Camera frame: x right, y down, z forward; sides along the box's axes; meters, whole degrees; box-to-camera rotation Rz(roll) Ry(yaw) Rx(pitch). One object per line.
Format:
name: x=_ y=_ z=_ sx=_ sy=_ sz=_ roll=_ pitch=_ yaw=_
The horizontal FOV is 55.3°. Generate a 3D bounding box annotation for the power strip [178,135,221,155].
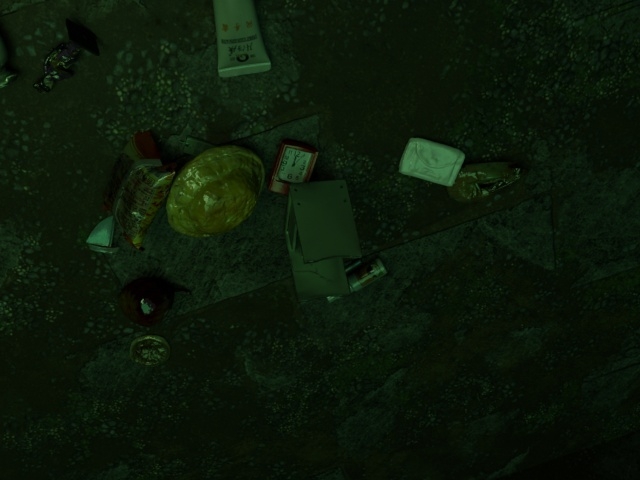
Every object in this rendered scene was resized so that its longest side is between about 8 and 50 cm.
power strip: x=-0.331 y=-0.255 z=1.712 sx=0.136 sy=0.019 sz=0.051 roll=17 pitch=119 yaw=-22

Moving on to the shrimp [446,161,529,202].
shrimp: x=0.527 y=-0.189 z=1.919 sx=0.267 sy=0.061 sz=0.145 roll=-16 pitch=124 yaw=-2

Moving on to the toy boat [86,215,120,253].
toy boat: x=-0.631 y=-0.026 z=1.789 sx=0.096 sy=0.034 sz=0.122 roll=8 pitch=111 yaw=-17

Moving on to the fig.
fig: x=-0.513 y=0.176 z=1.869 sx=0.202 sy=0.149 sz=0.148 roll=-28 pitch=109 yaw=-8

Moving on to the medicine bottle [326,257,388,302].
medicine bottle: x=0.109 y=0.124 z=2.031 sx=0.220 sy=0.061 sz=0.092 roll=-32 pitch=99 yaw=8

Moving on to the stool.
stool: x=0.000 y=0.000 z=1.758 sx=0.170 sy=0.270 sz=0.244 roll=-6 pitch=150 yaw=-10

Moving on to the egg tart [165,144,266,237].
egg tart: x=-0.275 y=-0.112 z=1.697 sx=0.318 sy=0.128 sz=0.319 roll=-25 pitch=145 yaw=-19

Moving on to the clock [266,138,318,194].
clock: x=-0.083 y=-0.212 z=1.772 sx=0.113 sy=0.061 sz=0.155 roll=12 pitch=115 yaw=-21

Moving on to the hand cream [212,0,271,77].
hand cream: x=-0.216 y=-0.558 z=1.515 sx=0.139 sy=0.089 sz=0.314 roll=-12 pitch=131 yaw=-3

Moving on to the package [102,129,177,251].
package: x=-0.499 y=-0.141 z=1.641 sx=0.108 sy=0.223 sz=0.288 roll=8 pitch=122 yaw=-51

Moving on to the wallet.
wallet: x=0.337 y=-0.237 z=1.848 sx=0.182 sy=0.032 sz=0.124 roll=15 pitch=115 yaw=-10

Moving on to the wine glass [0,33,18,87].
wine glass: x=-0.798 y=-0.457 z=1.425 sx=0.111 sy=0.111 sz=0.205 roll=-15 pitch=125 yaw=-3

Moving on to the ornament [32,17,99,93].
ornament: x=-0.631 y=-0.436 z=1.507 sx=0.203 sy=0.088 sz=0.081 roll=-41 pitch=146 yaw=28

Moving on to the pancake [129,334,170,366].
pancake: x=-0.572 y=0.371 z=2.051 sx=0.139 sy=0.022 sz=0.140 roll=-6 pitch=122 yaw=-10
